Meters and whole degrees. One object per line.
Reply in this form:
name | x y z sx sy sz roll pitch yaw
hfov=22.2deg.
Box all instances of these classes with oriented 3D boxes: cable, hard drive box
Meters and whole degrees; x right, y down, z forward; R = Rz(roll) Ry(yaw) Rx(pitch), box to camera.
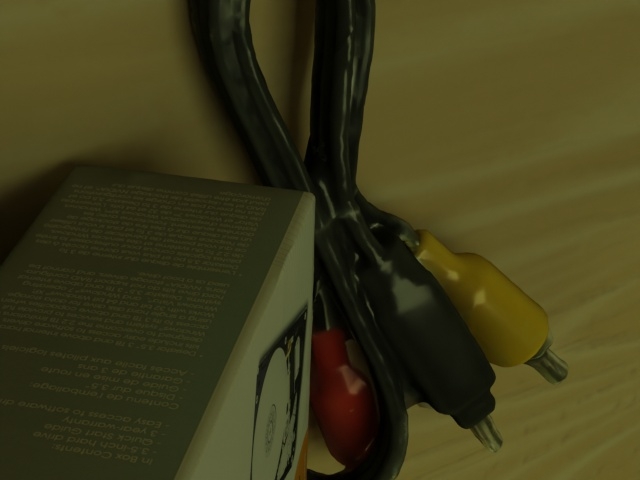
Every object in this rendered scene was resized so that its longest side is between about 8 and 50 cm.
cable | 0.000 0.000 0.646 0.139 0.072 0.287 -34 122 -5
hard drive box | -0.068 0.110 0.495 0.232 0.089 0.181 -68 162 -58
